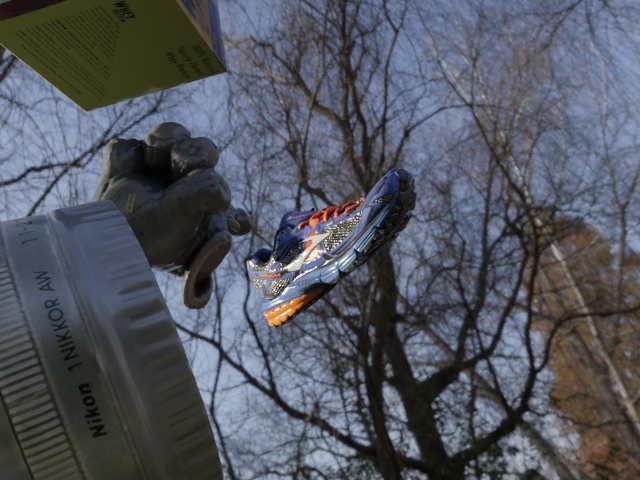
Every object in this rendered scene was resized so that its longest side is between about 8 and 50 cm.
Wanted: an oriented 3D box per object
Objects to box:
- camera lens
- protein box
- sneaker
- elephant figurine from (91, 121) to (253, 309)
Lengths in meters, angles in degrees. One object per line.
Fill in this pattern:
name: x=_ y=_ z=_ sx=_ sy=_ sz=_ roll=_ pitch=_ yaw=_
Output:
camera lens: x=-0.221 y=0.115 z=0.378 sx=0.274 sy=0.219 sz=0.219 roll=-20 pitch=-32 yaw=-21
protein box: x=-0.246 y=-0.278 z=0.767 sx=0.201 sy=0.136 sz=0.200 roll=-13 pitch=-18 yaw=10
sneaker: x=0.000 y=0.000 z=0.621 sx=0.221 sy=0.087 sz=0.083 roll=-41 pitch=-6 yaw=31
elephant figurine: x=-0.163 y=-0.004 z=0.764 sx=0.186 sy=0.169 sz=0.239 roll=-19 pitch=-33 yaw=-8
